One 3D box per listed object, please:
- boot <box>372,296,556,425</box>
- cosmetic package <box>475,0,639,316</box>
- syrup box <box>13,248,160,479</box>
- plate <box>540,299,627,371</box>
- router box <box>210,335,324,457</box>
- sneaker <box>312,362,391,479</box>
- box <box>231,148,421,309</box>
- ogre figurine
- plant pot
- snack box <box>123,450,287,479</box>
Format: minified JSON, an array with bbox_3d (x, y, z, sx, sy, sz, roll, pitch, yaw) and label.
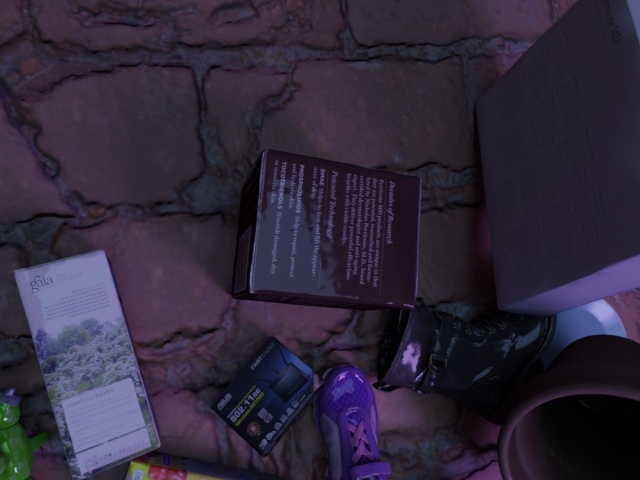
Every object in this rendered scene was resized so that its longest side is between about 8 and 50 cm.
[{"bbox_3d":[0.213,0.132,0.723,0.229,0.091,0.263,27,77,-13],"label":"boot"},{"bbox_3d":[0.347,-0.115,0.657,0.097,0.284,0.377,10,65,-15],"label":"cosmetic package"},{"bbox_3d":[-0.266,0.136,0.568,0.093,0.096,0.237,-17,87,-21],"label":"syrup box"},{"bbox_3d":[0.439,0.180,0.822,0.188,0.024,0.188,3,81,-18],"label":"plate"},{"bbox_3d":[-0.067,0.201,0.635,0.092,0.038,0.122,36,71,17],"label":"router box"},{"bbox_3d":[0.048,0.284,0.641,0.095,0.104,0.237,0,81,-16],"label":"sneaker"},{"bbox_3d":[0.000,0.000,0.634,0.203,0.168,0.167,7,79,-17],"label":"box"},{"bbox_3d":[-0.373,0.236,0.526,0.118,0.097,0.197,-14,70,-1],"label":"ogre figurine"},{"bbox_3d":[0.391,0.245,0.651,0.263,0.263,0.229,60,35,-2],"label":"plant pot"},{"bbox_3d":[-0.151,0.365,0.584,0.207,0.070,0.175,19,76,-13],"label":"snack box"}]
